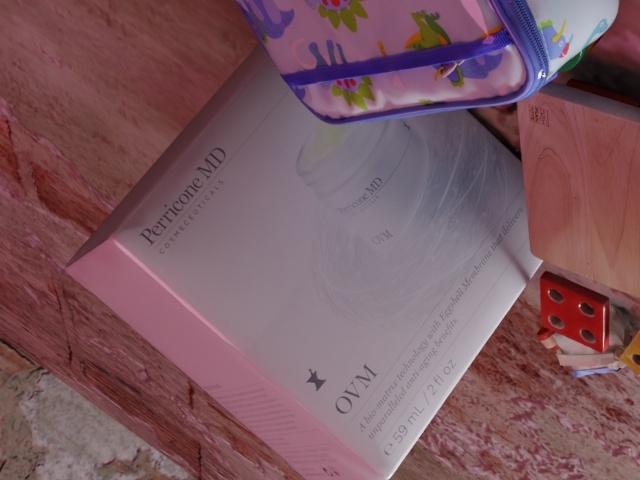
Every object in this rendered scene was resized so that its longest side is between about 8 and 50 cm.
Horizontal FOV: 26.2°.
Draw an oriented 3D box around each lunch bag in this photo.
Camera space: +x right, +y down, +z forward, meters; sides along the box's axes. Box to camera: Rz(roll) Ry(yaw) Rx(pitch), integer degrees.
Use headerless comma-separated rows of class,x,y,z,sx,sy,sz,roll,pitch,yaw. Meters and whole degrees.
lunch bag,0.036,-0.145,0.696,0.219,0.090,0.176,4,129,57

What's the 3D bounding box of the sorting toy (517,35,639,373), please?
sorting toy,0.183,-0.023,0.779,0.132,0.046,0.274,23,143,33

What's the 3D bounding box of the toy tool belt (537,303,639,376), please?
toy tool belt,0.193,0.080,0.980,0.051,0.052,0.083,51,157,-9

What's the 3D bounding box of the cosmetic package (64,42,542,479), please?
cosmetic package,0.000,0.000,0.888,0.225,0.224,0.138,41,158,-9
